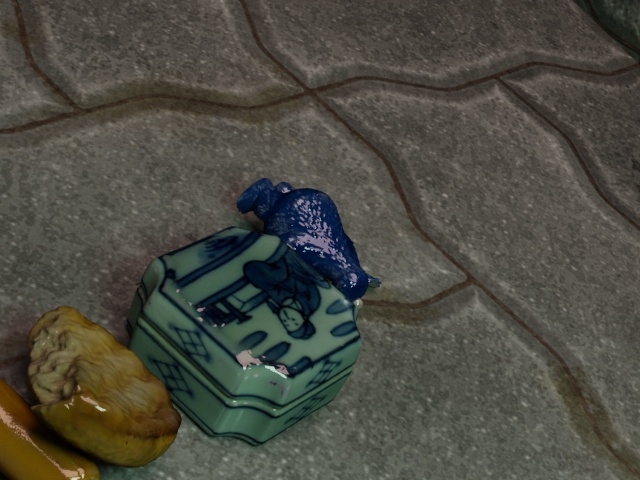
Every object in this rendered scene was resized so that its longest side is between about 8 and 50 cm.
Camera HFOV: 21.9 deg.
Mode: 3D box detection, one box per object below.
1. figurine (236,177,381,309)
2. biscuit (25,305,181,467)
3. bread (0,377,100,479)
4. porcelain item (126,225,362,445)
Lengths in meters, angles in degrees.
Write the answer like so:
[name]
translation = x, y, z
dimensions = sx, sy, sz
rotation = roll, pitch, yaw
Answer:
[figurine]
translation = -0.008, -0.003, 2.576
dimensions = 0.262, 0.120, 0.164
rotation = 41, 33, 15
[biscuit]
translation = -0.281, 0.202, 2.114
dimensions = 0.213, 0.091, 0.274
rotation = 37, 9, -18
[bread]
translation = -0.373, 0.246, 2.054
dimensions = 0.239, 0.074, 0.092
rotation = 38, 31, 14
[porcelain item]
translation = -0.106, 0.124, 2.321
dimensions = 0.286, 0.157, 0.281
rotation = 42, 38, 20
